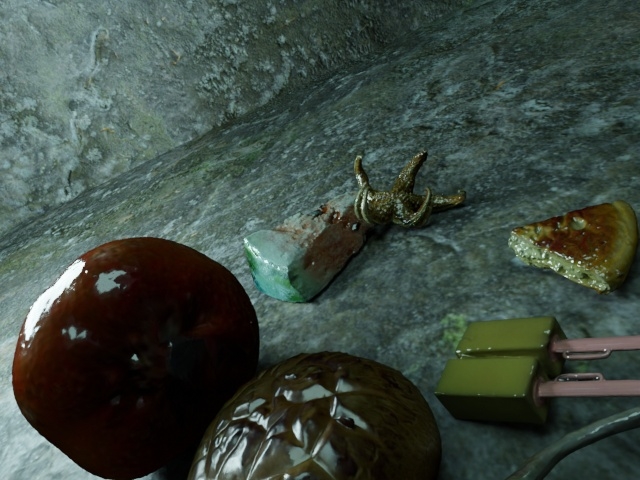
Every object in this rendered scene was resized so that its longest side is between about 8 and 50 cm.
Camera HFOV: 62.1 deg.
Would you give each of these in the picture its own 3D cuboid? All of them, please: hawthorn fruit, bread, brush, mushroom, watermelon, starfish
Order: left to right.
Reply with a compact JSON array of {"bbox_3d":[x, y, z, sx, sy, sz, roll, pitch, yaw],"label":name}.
[{"bbox_3d":[-0.238,0.136,0.672,0.311,0.295,0.295,-7,33,34],"label":"hawthorn fruit"},{"bbox_3d":[-0.014,0.204,0.491,0.253,0.153,0.253,-26,18,9],"label":"mushroom"},{"bbox_3d":[0.000,0.000,0.908,0.241,0.095,0.154,-37,35,-25],"label":"watermelon"},{"bbox_3d":[0.147,-0.086,0.899,0.189,0.074,0.146,4,49,8],"label":"starfish"},{"bbox_3d":[0.223,0.116,0.481,0.233,0.047,0.103,-16,27,49],"label":"brush"},{"bbox_3d":[0.328,-0.003,0.645,0.136,0.054,0.154,-35,34,-13],"label":"bread"}]

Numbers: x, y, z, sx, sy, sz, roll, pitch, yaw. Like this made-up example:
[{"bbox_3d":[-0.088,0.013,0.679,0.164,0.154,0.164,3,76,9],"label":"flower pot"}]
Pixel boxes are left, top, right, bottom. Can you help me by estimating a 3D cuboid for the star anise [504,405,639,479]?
[{"bbox_3d":[0.320,0.160,0.278,0.359,0.139,0.316,-22,19,1],"label":"star anise"}]
